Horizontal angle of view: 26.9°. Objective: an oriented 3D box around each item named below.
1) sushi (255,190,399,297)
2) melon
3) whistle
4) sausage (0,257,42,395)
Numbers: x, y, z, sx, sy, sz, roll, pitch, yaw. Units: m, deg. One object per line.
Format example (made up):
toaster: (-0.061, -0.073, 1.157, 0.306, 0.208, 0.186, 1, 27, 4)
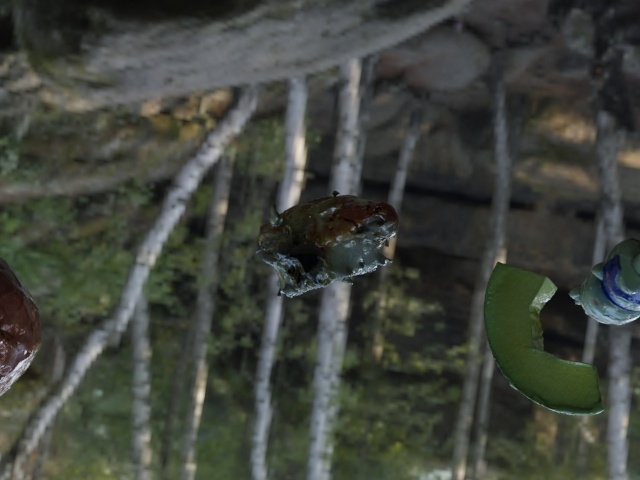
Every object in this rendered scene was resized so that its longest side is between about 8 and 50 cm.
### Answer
sushi: (-0.001, 0.004, 1.317, 0.097, 0.103, 0.226, 12, 164, -28)
melon: (0.265, 0.124, 1.638, 0.118, 0.209, 0.064, -14, 164, 4)
whistle: (0.432, 0.056, 1.850, 0.110, 0.092, 0.244, 25, 148, -9)
sausage: (-0.346, 0.084, 1.282, 0.152, 0.152, 0.280, 10, 175, -15)
